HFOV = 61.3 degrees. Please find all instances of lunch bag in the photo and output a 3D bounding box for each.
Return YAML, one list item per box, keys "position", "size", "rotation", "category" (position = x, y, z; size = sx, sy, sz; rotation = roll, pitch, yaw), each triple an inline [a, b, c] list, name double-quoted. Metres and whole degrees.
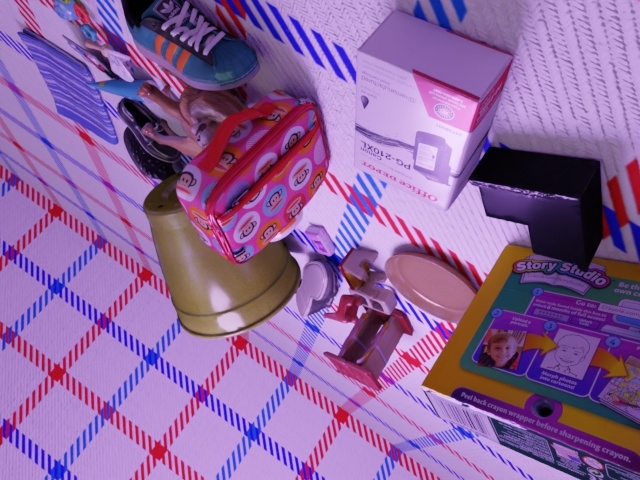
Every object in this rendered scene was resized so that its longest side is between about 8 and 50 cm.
- position: [-0.115, -0.126, 0.969]
  size: [0.120, 0.293, 0.258]
  rotation: [31, 157, 25]
  category: "lunch bag"

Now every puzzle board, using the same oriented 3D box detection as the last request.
- position: [-0.554, -0.437, 1.301]
  size: [0.096, 0.011, 0.128]
  rotation: [34, 176, 8]
  category: "puzzle board"

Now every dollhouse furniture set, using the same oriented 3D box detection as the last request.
- position: [0.089, 0.200, 1.390]
  size: [0.152, 0.201, 0.374]
  rotation: [17, 150, 39]
  category: "dollhouse furniture set"

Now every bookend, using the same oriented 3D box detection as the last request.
- position: [0.316, -0.046, 0.786]
  size: [0.156, 0.072, 0.157]
  rotation: [17, 150, 40]
  category: "bookend"

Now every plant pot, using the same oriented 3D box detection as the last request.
- position: [-0.280, 0.002, 1.415]
  size: [0.366, 0.366, 0.353]
  rotation: [14, 136, 42]
  category: "plant pot"
- position: [0.251, 0.100, 1.194]
  size: [0.236, 0.032, 0.236]
  rotation: [31, 156, 15]
  category: "plant pot"

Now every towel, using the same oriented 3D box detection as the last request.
- position: [-0.720, -0.429, 1.565]
  size: [0.243, 0.040, 0.336]
  rotation: [32, 156, 10]
  category: "towel"

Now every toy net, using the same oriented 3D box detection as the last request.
- position: [-0.489, -0.457, 1.191]
  size: [0.232, 0.045, 0.122]
  rotation: [46, 153, -23]
  category: "toy net"

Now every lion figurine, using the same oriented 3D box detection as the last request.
- position: [-0.263, -0.253, 1.173]
  size: [0.240, 0.142, 0.392]
  rotation: [33, 171, -9]
  category: "lion figurine"

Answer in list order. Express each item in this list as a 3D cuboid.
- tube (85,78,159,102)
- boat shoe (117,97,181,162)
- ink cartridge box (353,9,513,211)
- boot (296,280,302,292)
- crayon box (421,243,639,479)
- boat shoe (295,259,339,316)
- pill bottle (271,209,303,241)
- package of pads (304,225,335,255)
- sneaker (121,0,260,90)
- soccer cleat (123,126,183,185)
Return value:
- position: [-0.474, -0.369, 1.306]
  size: [0.207, 0.080, 0.052]
  rotation: [17, 107, 34]
  category: "tube"
- position: [-0.443, -0.286, 1.398]
  size: [0.206, 0.075, 0.065]
  rotation: [46, 158, -9]
  category: "boat shoe"
- position: [0.144, -0.171, 0.761]
  size: [0.172, 0.100, 0.237]
  rotation: [30, 155, 18]
  category: "ink cartridge box"
- position: [-0.092, 0.114, 1.683]
  size: [0.121, 0.045, 0.099]
  rotation: [30, 153, 18]
  category: "boot"
- position: [0.383, 0.170, 0.785]
  size: [0.362, 0.313, 0.106]
  rotation: [12, 143, 45]
  category: "crayon box"
- position: [0.003, 0.130, 1.545]
  size: [0.335, 0.095, 0.112]
  rotation: [118, 134, -63]
  category: "boat shoe"
- position: [-0.148, -0.111, 1.249]
  size: [0.121, 0.121, 0.221]
  rotation: [3, 139, 52]
  category: "pill bottle"
- position: [0.000, 0.000, 1.358]
  size: [0.050, 0.032, 0.083]
  rotation: [15, 148, 43]
  category: "package of pads"
- position: [-0.241, -0.359, 0.941]
  size: [0.302, 0.108, 0.121]
  rotation: [27, 159, 25]
  category: "sneaker"
- position: [-0.452, -0.198, 1.540]
  size: [0.116, 0.109, 0.318]
  rotation: [14, 150, 49]
  category: "soccer cleat"
